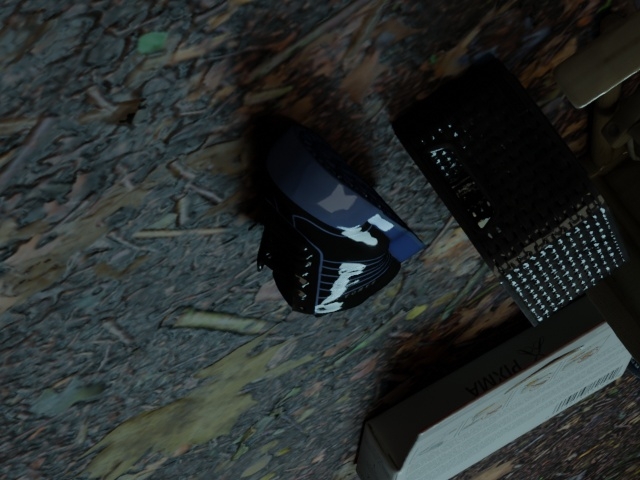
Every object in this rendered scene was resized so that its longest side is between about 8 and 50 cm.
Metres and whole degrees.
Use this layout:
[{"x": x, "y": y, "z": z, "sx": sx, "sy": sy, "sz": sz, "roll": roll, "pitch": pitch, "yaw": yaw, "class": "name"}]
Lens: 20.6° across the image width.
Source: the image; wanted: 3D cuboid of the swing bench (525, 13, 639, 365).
[{"x": 0.291, "y": -0.021, "z": 1.233, "sx": 0.165, "sy": 0.253, "sz": 0.255, "roll": -26, "pitch": 159, "yaw": -21, "class": "swing bench"}]

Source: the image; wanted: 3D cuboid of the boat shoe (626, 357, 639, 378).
[{"x": 0.354, "y": 0.098, "z": 1.811, "sx": 0.102, "sy": 0.108, "sz": 0.301, "roll": -46, "pitch": 166, "yaw": 2, "class": "boat shoe"}]

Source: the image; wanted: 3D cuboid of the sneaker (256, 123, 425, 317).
[{"x": 0.000, "y": 0.000, "z": 1.082, "sx": 0.090, "sy": 0.081, "sz": 0.232, "roll": -43, "pitch": 160, "yaw": 3, "class": "sneaker"}]

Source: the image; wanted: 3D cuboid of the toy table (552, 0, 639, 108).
[{"x": 0.250, "y": -0.164, "z": 0.909, "sx": 0.161, "sy": 0.252, "sz": 0.274, "roll": -35, "pitch": 168, "yaw": -50, "class": "toy table"}]

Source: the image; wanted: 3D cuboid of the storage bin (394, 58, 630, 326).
[{"x": 0.130, "y": -0.028, "z": 1.158, "sx": 0.084, "sy": 0.122, "sz": 0.180, "roll": -35, "pitch": 160, "yaw": 4, "class": "storage bin"}]

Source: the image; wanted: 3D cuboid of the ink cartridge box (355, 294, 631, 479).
[{"x": 0.181, "y": 0.130, "z": 1.675, "sx": 0.296, "sy": 0.066, "sz": 0.261, "roll": -28, "pitch": 160, "yaw": -17, "class": "ink cartridge box"}]
